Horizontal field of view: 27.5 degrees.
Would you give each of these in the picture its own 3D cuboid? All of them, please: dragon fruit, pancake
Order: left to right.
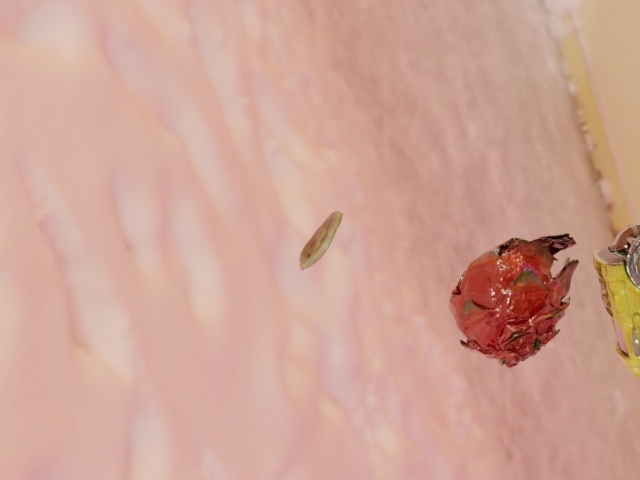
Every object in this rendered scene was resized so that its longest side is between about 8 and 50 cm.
[{"bbox_3d":[0.000,0.001,1.963,0.017,0.108,0.108,34,31,-11],"label":"pancake"},{"bbox_3d":[0.194,0.058,1.303,0.121,0.130,0.142,66,31,-32],"label":"dragon fruit"}]

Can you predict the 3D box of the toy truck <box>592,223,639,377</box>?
[{"bbox_3d":[0.374,0.052,1.095,0.124,0.272,0.157,-40,122,-83],"label":"toy truck"}]
